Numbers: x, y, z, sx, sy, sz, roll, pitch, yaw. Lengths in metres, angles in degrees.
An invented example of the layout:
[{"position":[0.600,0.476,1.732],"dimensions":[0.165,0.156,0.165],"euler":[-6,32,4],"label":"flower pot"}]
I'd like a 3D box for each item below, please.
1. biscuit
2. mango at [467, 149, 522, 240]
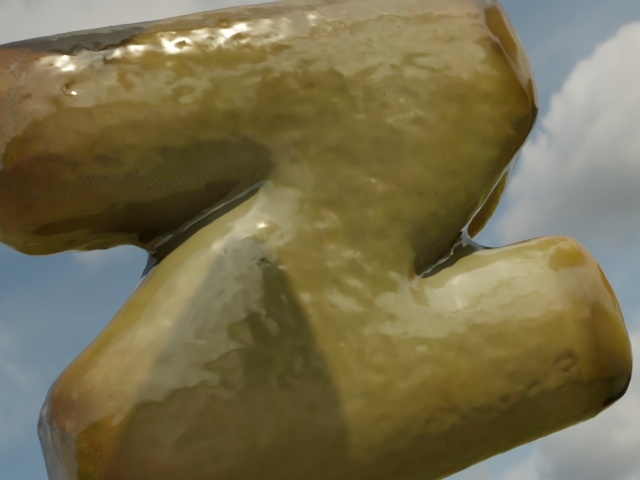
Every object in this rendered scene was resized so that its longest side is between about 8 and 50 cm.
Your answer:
[{"position":[0.000,0.000,0.521],"dimensions":[0.291,0.236,0.062],"euler":[-12,-11,-27],"label":"biscuit"},{"position":[0.087,-0.062,0.985],"dimensions":[0.175,0.139,0.254],"euler":[-30,9,35],"label":"mango"}]
